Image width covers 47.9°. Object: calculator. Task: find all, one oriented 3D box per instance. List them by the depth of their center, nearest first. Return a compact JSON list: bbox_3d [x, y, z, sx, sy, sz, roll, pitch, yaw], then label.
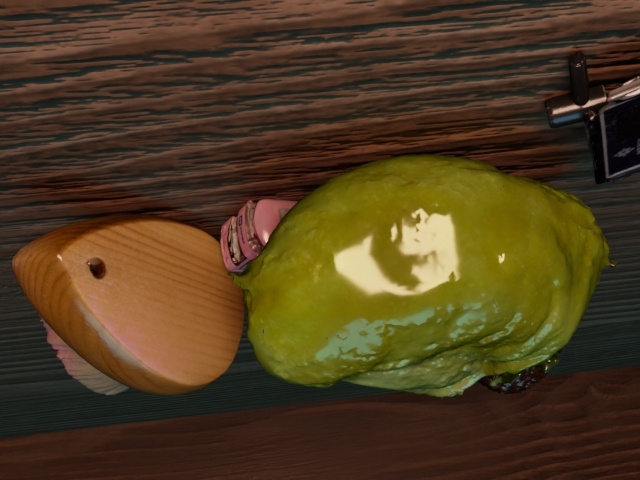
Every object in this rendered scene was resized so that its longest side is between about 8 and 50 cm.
[{"bbox_3d":[0.341,-0.121,0.550,0.274,0.028,0.165,-21,158,17],"label":"calculator"}]

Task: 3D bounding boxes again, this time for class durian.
[{"bbox_3d":[0.094,0.038,0.657,0.339,0.204,0.256,15,113,-37],"label":"durian"}]

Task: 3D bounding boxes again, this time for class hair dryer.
[{"bbox_3d":[0.196,-0.116,0.554,0.047,0.026,0.083,-13,157,16],"label":"hair dryer"}]

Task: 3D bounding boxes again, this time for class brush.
[{"bbox_3d":[-0.211,0.058,0.718,0.166,0.174,0.266,-7,155,29],"label":"brush"}]

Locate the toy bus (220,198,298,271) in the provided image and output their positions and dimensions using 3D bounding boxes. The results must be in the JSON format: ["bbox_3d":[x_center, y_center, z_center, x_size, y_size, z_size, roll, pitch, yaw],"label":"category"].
[{"bbox_3d":[0.000,0.000,0.764,0.203,0.063,0.090,3,158,-31],"label":"toy bus"}]

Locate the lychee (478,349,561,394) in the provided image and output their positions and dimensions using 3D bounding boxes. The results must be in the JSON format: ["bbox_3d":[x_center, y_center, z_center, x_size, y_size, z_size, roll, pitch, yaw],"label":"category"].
[{"bbox_3d":[0.270,0.132,1.073,0.194,0.195,0.194,-6,161,-2],"label":"lychee"}]
